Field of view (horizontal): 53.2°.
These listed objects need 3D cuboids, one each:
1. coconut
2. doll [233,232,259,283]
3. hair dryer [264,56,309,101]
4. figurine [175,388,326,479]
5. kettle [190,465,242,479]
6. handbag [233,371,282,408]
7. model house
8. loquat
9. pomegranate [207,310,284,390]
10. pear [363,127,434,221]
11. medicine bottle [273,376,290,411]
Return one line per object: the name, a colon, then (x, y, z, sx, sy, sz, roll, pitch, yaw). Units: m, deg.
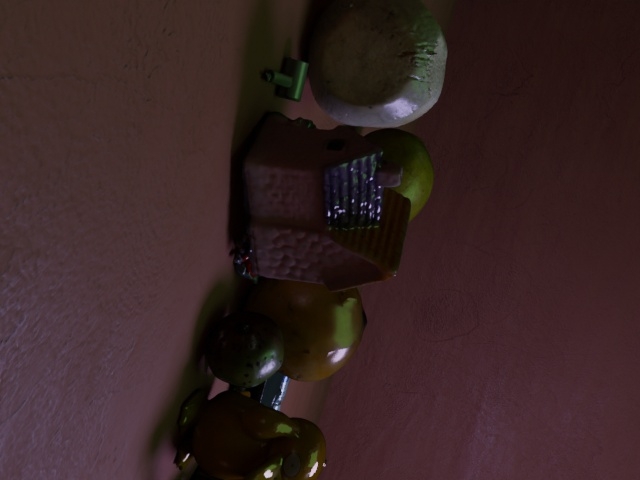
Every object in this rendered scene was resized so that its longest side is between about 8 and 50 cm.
coconut: (0.104, -0.318, 1.123, 0.247, 0.245, 0.244, -45, 151, -70)
doll: (-0.122, 0.036, 1.066, 0.114, 0.039, 0.057, 85, 2, -46)
hair dryer: (-0.058, -0.246, 0.955, 0.124, 0.038, 0.063, -16, 122, -69)
figurine: (-0.116, 0.344, 1.079, 0.215, 0.228, 0.215, -37, 146, -31)
kettle: (-0.138, 0.513, 1.231, 0.202, 0.232, 0.144, 93, 17, -52)
handbag: (-0.123, 0.307, 1.397, 0.260, 0.079, 0.247, -8, 115, -79)
model house: (0.021, -0.069, 1.000, 0.202, 0.238, 0.236, -66, 160, -51)
loquat: (-0.031, 0.143, 1.193, 0.235, 0.235, 0.235, 18, 90, -80)
pomegranate: (-0.124, 0.183, 1.067, 0.159, 0.129, 0.129, 111, 0, -72)
pear: (0.158, -0.141, 1.647, 0.307, 0.253, 0.253, -57, 166, -11)
medicine bottle: (-0.102, 0.348, 1.648, 0.051, 0.051, 0.191, -20, 128, -77)
